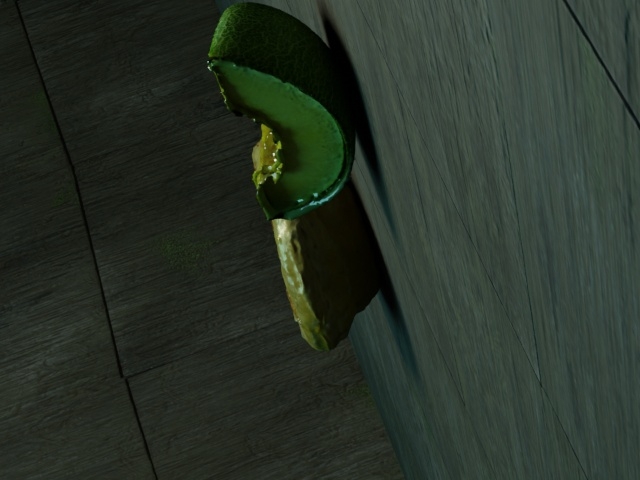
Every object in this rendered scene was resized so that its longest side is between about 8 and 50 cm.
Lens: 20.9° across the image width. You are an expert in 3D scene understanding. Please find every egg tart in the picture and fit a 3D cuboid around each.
[{"bbox_3d":[0.000,0.000,2.325,0.319,0.128,0.319,163,90,-88],"label":"egg tart"}]

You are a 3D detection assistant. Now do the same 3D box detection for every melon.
[{"bbox_3d":[-0.023,-0.162,1.878,0.265,0.129,0.169,69,-159,-50],"label":"melon"}]
